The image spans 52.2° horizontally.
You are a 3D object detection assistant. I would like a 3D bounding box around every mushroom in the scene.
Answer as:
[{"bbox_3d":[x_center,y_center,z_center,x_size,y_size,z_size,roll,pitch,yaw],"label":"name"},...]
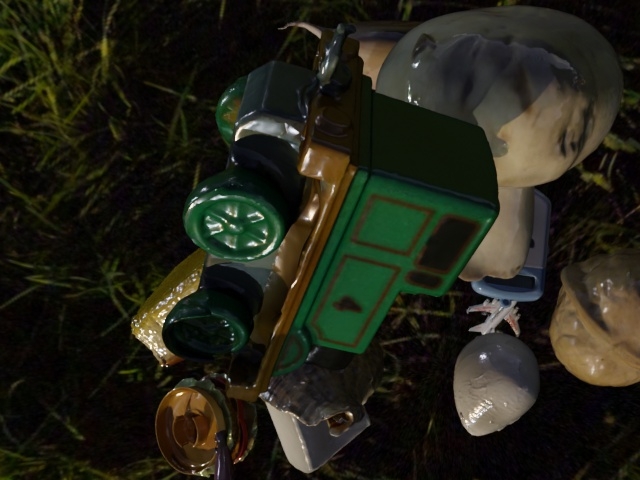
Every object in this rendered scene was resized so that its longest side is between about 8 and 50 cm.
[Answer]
[{"bbox_3d":[0.216,-0.124,0.838,0.314,0.314,0.336,6,111,12],"label":"mushroom"}]

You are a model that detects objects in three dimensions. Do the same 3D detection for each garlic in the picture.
[{"bbox_3d":[0.078,-0.299,1.016,0.266,0.148,0.129,3,101,-20],"label":"garlic"}]

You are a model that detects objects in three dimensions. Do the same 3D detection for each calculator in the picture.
[{"bbox_3d":[0.318,0.008,1.088,0.121,0.039,0.210,8,81,5],"label":"calculator"}]

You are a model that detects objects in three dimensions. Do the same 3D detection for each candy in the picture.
[{"bbox_3d":[-0.038,0.348,1.583,0.208,0.145,0.359,-27,101,-33],"label":"candy"}]

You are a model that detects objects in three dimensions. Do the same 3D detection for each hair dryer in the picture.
[{"bbox_3d":[-0.107,0.298,0.813,0.106,0.054,0.154,-20,43,-13],"label":"hair dryer"}]

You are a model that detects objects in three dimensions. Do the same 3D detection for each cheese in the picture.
[{"bbox_3d":[0.355,0.280,1.336,0.154,0.189,0.198,34,43,-17],"label":"cheese"}]

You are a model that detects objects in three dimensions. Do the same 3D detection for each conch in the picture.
[{"bbox_3d":[0.007,0.191,1.034,0.210,0.291,0.159,24,89,-8],"label":"conch"}]

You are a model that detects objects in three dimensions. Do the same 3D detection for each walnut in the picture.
[{"bbox_3d":[0.752,0.192,1.648,0.381,0.381,0.382,-2,79,10],"label":"walnut"}]

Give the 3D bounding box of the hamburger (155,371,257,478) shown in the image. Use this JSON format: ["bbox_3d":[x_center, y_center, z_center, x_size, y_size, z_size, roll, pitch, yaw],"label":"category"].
[{"bbox_3d":[-0.298,0.502,1.805,0.274,0.212,0.275,-1,89,34],"label":"hamburger"}]

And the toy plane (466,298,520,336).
[{"bbox_3d":[0.465,0.185,1.697,0.162,0.065,0.171,25,107,-13],"label":"toy plane"}]

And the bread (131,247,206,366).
[{"bbox_3d":[-0.209,0.077,1.382,0.333,0.324,0.143,-36,103,23],"label":"bread"}]

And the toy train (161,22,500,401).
[{"bbox_3d":[0.000,0.000,0.622,0.249,0.429,0.178,14,45,-8],"label":"toy train"}]
